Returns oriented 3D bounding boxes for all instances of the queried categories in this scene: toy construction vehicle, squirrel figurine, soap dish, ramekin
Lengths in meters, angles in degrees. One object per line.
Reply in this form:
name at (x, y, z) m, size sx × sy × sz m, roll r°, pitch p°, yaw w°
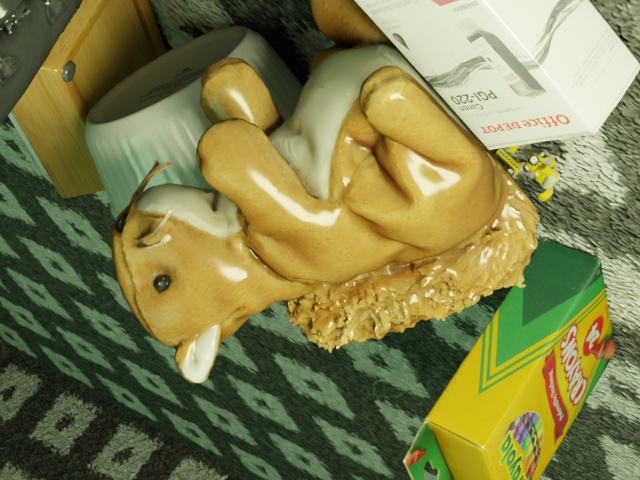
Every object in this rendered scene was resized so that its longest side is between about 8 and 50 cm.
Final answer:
toy construction vehicle at (0.208, -0.089, 1.393) m, size 0.098 × 0.035 × 0.086 m, roll 40°, pitch 158°, yaw 12°
squirrel figurine at (0.000, 0.000, 1.343) m, size 0.397 × 0.370 × 0.281 m, roll 41°, pitch -167°, yaw -37°
soap dish at (-0.287, -0.215, 1.639) m, size 0.118 × 0.229 × 0.291 m, roll 16°, pitch 153°, yaw 18°
ramekin at (-0.145, -0.138, 1.533) m, size 0.273 × 0.273 × 0.127 m, roll 4°, pitch 129°, yaw 55°

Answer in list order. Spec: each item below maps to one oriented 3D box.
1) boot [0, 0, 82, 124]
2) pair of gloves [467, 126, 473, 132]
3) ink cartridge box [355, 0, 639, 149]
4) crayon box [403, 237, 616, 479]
boot at (-0.376, -0.300, 1.274) m, size 0.146 × 0.445 × 0.367 m, roll 8°, pitch 145°, yaw 51°
pair of gloves at (0.134, -0.092, 1.512) m, size 0.159 × 0.023 × 0.198 m, roll 15°, pitch 150°, yaw 44°
ink cartridge box at (0.152, -0.189, 1.186) m, size 0.218 × 0.092 × 0.158 m, roll 43°, pitch 158°, yaw -22°
crayon box at (0.224, 0.182, 1.531) m, size 0.081 × 0.318 × 0.202 m, roll 23°, pitch 156°, yaw 30°
